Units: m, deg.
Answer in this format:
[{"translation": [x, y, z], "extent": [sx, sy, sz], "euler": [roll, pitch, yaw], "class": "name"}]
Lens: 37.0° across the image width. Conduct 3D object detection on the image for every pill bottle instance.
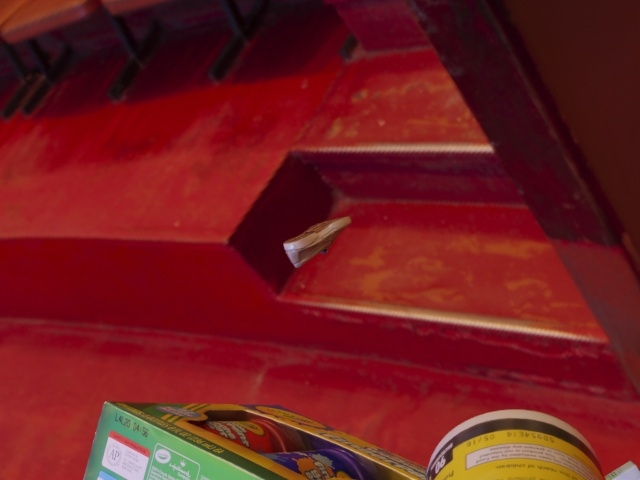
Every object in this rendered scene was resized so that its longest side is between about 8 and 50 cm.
[{"translation": [0.117, 0.203, 0.549], "extent": [0.119, 0.119, 0.208], "euler": [-28, 19, 19], "class": "pill bottle"}]

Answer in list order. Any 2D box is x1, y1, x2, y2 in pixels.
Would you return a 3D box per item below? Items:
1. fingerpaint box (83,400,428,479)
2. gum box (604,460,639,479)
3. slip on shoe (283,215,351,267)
[{"translation": [-0.031, 0.353, 1.278], "extent": [0.444, 0.371, 0.163], "euler": [15, 90, 38], "class": "fingerpaint box"}, {"translation": [0.435, 0.447, 1.430], "extent": [0.184, 0.157, 0.041], "euler": [-34, -5, 3], "class": "gum box"}, {"translation": [0.000, 0.000, 1.463], "extent": [0.051, 0.041, 0.135], "euler": [-10, 13, 43], "class": "slip on shoe"}]
